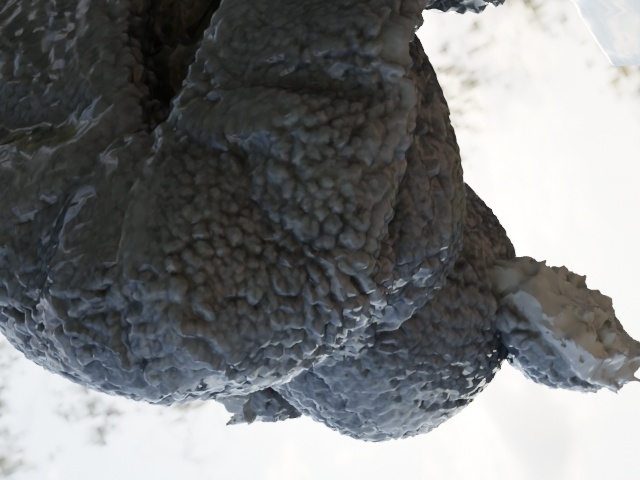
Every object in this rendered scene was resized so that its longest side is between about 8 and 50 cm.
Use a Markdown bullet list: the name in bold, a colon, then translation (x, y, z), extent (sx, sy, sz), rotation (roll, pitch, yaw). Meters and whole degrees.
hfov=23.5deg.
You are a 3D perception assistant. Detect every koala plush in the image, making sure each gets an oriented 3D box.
- **koala plush**: translation (0.000, 0.000, 0.542), extent (0.221, 0.196, 0.203), rotation (50, -141, -46)

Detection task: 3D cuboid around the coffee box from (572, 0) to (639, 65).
- **coffee box**: translation (0.319, -0.305, 0.922), extent (0.338, 0.334, 0.337), rotation (22, -111, -70)
